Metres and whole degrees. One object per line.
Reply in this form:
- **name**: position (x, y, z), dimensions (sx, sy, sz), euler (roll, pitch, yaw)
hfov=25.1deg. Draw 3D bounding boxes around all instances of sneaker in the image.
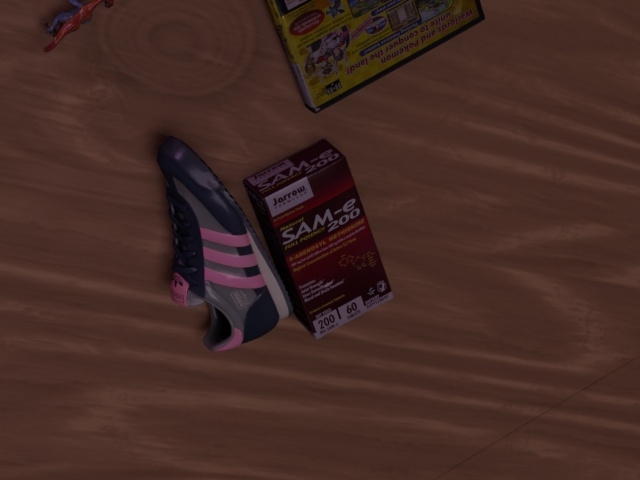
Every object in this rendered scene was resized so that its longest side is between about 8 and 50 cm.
- **sneaker**: position (-0.150, 0.016, 1.851), dimensions (0.131, 0.112, 0.319), euler (-36, 123, -12)

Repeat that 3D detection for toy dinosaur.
- **toy dinosaur**: position (-0.280, -0.259, 1.687), dimensions (0.082, 0.090, 0.047), euler (-20, 143, 18)

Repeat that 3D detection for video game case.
- **video game case**: position (0.061, -0.332, 1.846), dimensions (0.275, 0.035, 0.248), euler (-30, 122, -13)

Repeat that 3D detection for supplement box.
- **supplement box**: position (0.000, 0.000, 1.944), dimensions (0.130, 0.073, 0.239), euler (-28, 121, -13)
